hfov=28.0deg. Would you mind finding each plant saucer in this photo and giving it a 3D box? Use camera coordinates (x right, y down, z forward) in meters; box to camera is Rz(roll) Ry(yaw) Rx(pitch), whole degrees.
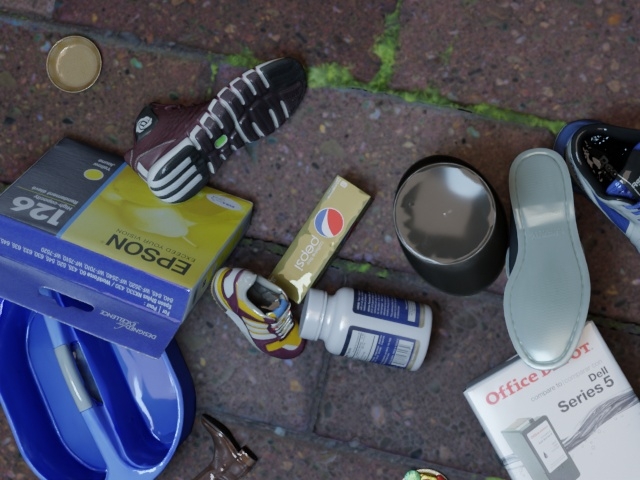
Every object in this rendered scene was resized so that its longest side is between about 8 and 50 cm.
[{"bbox_3d":[-0.358,-0.256,1.873,0.083,0.015,0.084,0,87,8],"label":"plant saucer"}]

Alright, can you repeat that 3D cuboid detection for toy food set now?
[{"bbox_3d":[0.143,0.358,1.772,0.082,0.020,0.083,12,89,8],"label":"toy food set"}]

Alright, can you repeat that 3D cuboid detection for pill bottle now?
[{"bbox_3d":[0.060,0.116,1.741,0.169,0.094,0.094,13,89,-6],"label":"pill bottle"}]

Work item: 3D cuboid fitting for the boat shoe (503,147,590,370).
[{"bbox_3d":[0.299,0.032,1.682,0.114,0.091,0.303,1,70,14],"label":"boat shoe"}]

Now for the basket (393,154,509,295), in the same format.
[{"bbox_3d":[0.168,-0.026,1.683,0.154,0.227,0.204,-22,85,6],"label":"basket"}]

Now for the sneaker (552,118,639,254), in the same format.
[{"bbox_3d":[0.433,-0.048,1.670,0.315,0.182,0.127,39,95,9],"label":"sneaker"}]

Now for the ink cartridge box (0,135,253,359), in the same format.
[{"bbox_3d":[-0.285,-0.004,1.721,0.303,0.307,0.072,21,125,8],"label":"ink cartridge box"}]

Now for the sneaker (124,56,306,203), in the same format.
[{"bbox_3d":[-0.165,-0.184,1.805,0.281,0.106,0.162,-40,46,-18],"label":"sneaker"}]

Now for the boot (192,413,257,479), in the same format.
[{"bbox_3d":[-0.162,0.318,1.811,0.106,0.037,0.114,43,98,10],"label":"boot"}]

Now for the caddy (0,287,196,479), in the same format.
[{"bbox_3d":[-0.317,0.186,1.765,0.241,0.179,0.341,-25,84,5],"label":"caddy"}]

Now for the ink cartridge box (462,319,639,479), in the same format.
[{"bbox_3d":[0.338,0.267,1.701,0.198,0.115,0.273,-30,83,5],"label":"ink cartridge box"}]

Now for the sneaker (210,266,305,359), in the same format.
[{"bbox_3d":[-0.068,0.105,1.739,0.083,0.185,0.070,3,58,46],"label":"sneaker"}]

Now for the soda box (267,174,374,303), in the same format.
[{"bbox_3d":[0.000,0.000,1.788,0.058,0.061,0.181,34,92,7],"label":"soda box"}]
